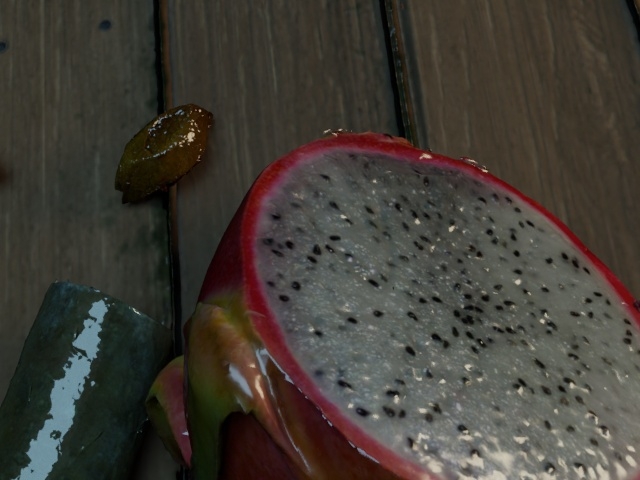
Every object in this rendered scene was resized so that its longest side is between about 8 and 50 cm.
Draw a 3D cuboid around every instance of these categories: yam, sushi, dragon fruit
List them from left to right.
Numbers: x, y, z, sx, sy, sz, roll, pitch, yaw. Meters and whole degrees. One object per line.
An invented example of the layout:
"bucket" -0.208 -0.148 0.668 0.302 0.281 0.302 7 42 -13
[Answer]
"yam" -0.181 0.155 0.734 0.106 0.106 0.259 13 71 17
"sushi" -0.119 -0.065 0.846 0.099 0.047 0.050 -36 47 -5
"dragon fruit" 0.038 0.112 0.633 0.306 0.225 0.305 17 40 -15
